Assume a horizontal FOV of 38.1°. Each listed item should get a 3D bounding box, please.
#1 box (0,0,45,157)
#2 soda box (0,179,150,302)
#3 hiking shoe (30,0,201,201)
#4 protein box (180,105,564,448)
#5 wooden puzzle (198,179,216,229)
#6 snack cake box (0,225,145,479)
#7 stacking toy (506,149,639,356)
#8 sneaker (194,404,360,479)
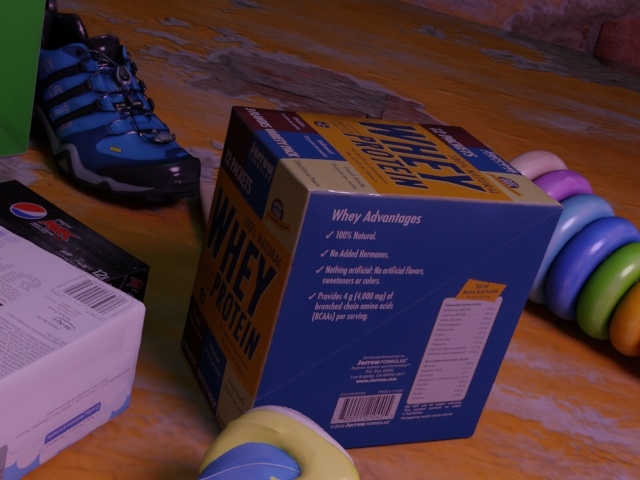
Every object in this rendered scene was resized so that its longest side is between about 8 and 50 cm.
[{"bbox_3d":[-0.389,-0.240,0.916,0.231,0.262,0.127,31,29,28],"label":"box"},{"bbox_3d":[-0.216,0.012,0.735,0.169,0.053,0.060,30,28,27],"label":"soda box"},{"bbox_3d":[-0.229,-0.141,0.954,0.304,0.132,0.113,33,30,34],"label":"hiking shoe"},{"bbox_3d":[0.028,0.029,0.666,0.200,0.201,0.136,1,28,-28],"label":"protein box"},{"bbox_3d":[0.000,0.000,0.897,0.221,0.044,0.238,6,26,-18],"label":"wooden puzzle"},{"bbox_3d":[-0.265,0.046,0.594,0.264,0.089,0.152,26,28,21],"label":"snack cake box"},{"bbox_3d":[0.291,0.049,0.871,0.141,0.141,0.330,-8,37,-40],"label":"stacking toy"},{"bbox_3d":[0.011,0.193,0.481,0.240,0.091,0.126,32,48,30],"label":"sneaker"}]
